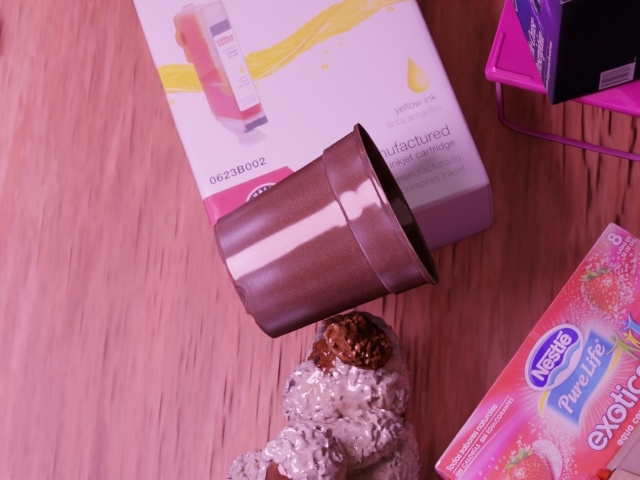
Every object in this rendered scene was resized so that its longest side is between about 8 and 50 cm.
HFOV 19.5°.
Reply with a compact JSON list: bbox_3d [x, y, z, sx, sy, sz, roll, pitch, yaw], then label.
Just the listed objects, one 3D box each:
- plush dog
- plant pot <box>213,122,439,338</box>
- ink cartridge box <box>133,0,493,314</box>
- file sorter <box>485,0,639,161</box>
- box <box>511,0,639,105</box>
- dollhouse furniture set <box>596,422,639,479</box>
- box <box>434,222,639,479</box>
[{"bbox_3d":[0.031,0.178,1.797,0.211,0.262,0.225,7,76,-12],"label":"plush dog"},{"bbox_3d":[0.000,0.000,1.730,0.165,0.167,0.167,-26,72,8],"label":"plant pot"},{"bbox_3d":[-0.017,-0.158,1.931,0.279,0.160,0.384,-21,73,1],"label":"ink cartridge box"},{"bbox_3d":[0.305,-0.248,1.912,0.202,0.182,0.290,15,76,9],"label":"file sorter"},{"bbox_3d":[0.228,-0.259,1.690,0.103,0.261,0.184,-16,73,1],"label":"box"},{"bbox_3d":[0.352,0.278,1.667,0.262,0.259,0.135,16,69,55],"label":"dollhouse furniture set"},{"bbox_3d":[0.256,0.154,1.814,0.142,0.154,0.300,34,81,16],"label":"box"}]
